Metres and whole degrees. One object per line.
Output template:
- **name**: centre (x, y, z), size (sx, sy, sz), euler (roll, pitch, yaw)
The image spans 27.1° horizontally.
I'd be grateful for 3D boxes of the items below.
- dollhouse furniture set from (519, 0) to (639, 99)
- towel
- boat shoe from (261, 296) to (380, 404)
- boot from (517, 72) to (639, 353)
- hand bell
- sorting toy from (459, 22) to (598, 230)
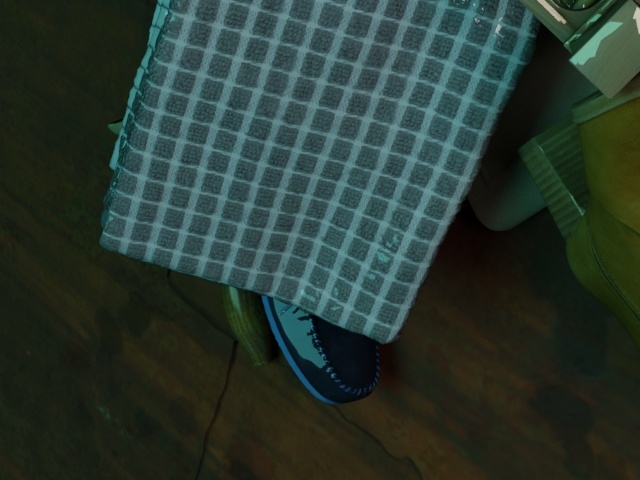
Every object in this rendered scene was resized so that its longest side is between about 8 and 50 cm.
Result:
- **dollhouse furniture set**: centre (0.167, -0.181, 0.698), size (0.101, 0.182, 0.161), euler (42, 107, -5)
- **towel**: centre (-0.008, -0.079, 0.880), size (0.121, 0.235, 0.284), euler (-94, 22, -59)
- **boat shoe**: centre (0.000, 0.000, 1.050), size (0.089, 0.109, 0.258), euler (-21, 85, 41)
- **boot**: centre (0.225, -0.005, 0.761), size (0.211, 0.104, 0.295), euler (56, 168, 3)
- **hand bell**: centre (-0.085, -0.006, 1.149), size (0.126, 0.126, 0.242), euler (-10, 102, 44)
- **sorting toy**: centre (0.145, -0.130, 0.930), size (0.347, 0.047, 0.196), euler (-37, 77, 42)
